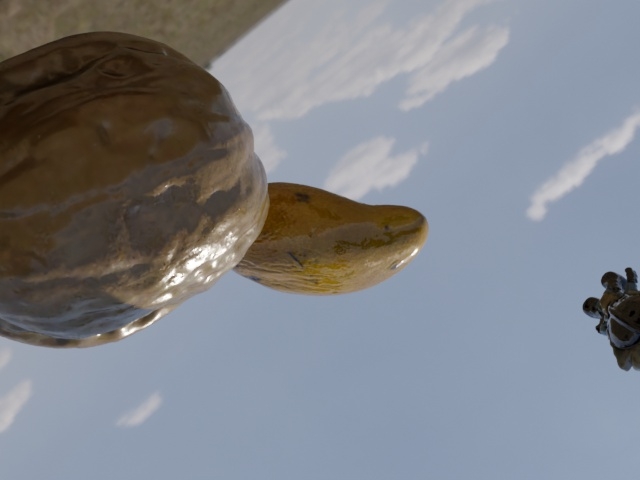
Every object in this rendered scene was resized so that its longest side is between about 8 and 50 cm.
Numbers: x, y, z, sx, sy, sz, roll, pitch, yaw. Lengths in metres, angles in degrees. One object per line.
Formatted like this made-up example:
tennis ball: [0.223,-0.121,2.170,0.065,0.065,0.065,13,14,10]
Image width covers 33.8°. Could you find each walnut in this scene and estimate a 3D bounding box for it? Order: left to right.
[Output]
walnut: [-0.232,-0.043,1.040,0.343,0.306,0.306,-19,-174,-18]

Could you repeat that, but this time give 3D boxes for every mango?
mango: [-0.001,0.004,1.277,0.262,0.157,0.109,5,-135,3]

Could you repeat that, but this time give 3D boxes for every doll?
doll: [0.339,0.087,1.143,0.096,0.070,0.195,-63,-168,11]
